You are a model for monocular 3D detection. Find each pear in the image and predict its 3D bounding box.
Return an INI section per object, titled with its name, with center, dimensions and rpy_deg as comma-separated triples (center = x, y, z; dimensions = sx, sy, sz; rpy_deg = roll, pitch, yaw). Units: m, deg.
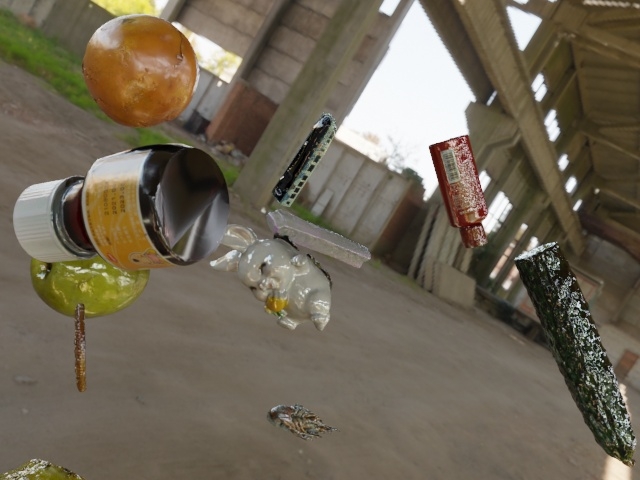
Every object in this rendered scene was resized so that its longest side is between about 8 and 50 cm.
[pear]
center = -0.605, 0.081, 1.678
dimensions = 0.253, 0.253, 0.307
rpy_deg = 33, 13, 23

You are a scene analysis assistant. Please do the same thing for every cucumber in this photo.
[cucumber]
center = 0.334, 0.146, 0.821
dimensions = 0.067, 0.067, 0.294
rpy_deg = 10, 59, -74

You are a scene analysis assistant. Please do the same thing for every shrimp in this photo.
[shrimp]
center = -0.045, 0.511, 1.789
dimensions = 0.232, 0.079, 0.090
rpy_deg = 20, 45, -22

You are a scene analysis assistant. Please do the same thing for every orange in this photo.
[orange]
center = -0.379, -0.359, 1.346
dimensions = 0.240, 0.240, 0.240
rpy_deg = 31, 6, -3

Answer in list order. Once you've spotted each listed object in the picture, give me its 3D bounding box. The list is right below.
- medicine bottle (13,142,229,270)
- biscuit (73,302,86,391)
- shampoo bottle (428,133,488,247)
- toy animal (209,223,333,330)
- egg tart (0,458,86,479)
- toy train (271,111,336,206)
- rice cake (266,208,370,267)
[medicine bottle]
center = -0.395, -0.057, 1.246
dimensions = 0.395, 0.243, 0.242
rpy_deg = -4, -13, 28
[biscuit]
center = -0.549, 0.236, 1.447
dimensions = 0.025, 0.206, 0.126
rpy_deg = -1, -20, -21
[shampoo bottle]
center = 0.398, -0.137, 1.786
dimensions = 0.076, 0.118, 0.314
rpy_deg = -151, -138, -77
[toy animal]
center = -0.110, 0.089, 1.540
dimensions = 0.325, 0.208, 0.154
rpy_deg = 31, 48, 8
[egg tart]
center = -0.604, 0.588, 1.426
dimensions = 0.341, 0.132, 0.341
rpy_deg = 17, -35, 12
[toy train]
center = -0.028, -0.162, 1.266
dimensions = 0.047, 0.207, 0.043
rpy_deg = 10, 33, -45
[rice cake]
center = 0.000, 0.000, 1.692
dimensions = 0.365, 0.056, 0.073
rpy_deg = 22, 28, -42
